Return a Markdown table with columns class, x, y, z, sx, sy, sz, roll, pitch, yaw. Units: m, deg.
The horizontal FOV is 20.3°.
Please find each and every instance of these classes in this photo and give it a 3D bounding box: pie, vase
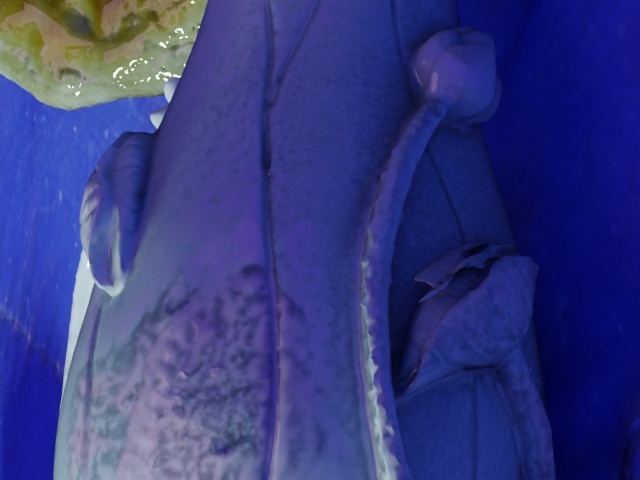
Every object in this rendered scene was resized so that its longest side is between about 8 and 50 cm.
| class | x | y | z | sx | sy | sz | roll | pitch | yaw |
| --- | --- | --- | --- | --- | --- | --- | --- | --- | --- |
| pie | -0.122 | -0.243 | 1.140 | 0.337 | 0.075 | 0.337 | -6 | 79 | 34 |
| vase | 0.000 | 0.000 | 0.854 | 0.250 | 0.250 | 0.445 | -13 | 69 | 57 |
